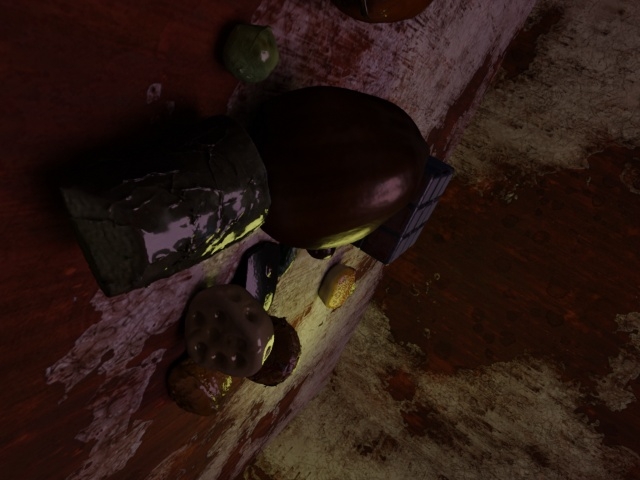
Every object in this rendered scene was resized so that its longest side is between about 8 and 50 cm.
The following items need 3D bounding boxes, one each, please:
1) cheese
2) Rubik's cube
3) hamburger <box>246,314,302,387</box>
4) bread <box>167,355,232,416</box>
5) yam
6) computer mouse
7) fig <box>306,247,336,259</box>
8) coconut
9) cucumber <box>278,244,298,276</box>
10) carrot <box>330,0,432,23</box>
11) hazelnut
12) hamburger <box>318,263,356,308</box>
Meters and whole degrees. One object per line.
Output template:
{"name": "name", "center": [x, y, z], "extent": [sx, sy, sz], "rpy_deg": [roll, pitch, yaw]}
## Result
{"name": "cheese", "center": [-0.224, 0.218, 1.091], "extent": [0.218, 0.235, 0.117], "rpy_deg": [-21, -172, 23]}
{"name": "Rubik's cube", "center": [0.191, -0.149, 1.398], "extent": [0.301, 0.305, 0.304], "rpy_deg": [-22, 142, -60]}
{"name": "hamburger", "center": [-0.168, 0.345, 1.410], "extent": [0.231, 0.231, 0.107], "rpy_deg": [-56, 161, -4]}
{"name": "bread", "center": [-0.321, 0.391, 1.240], "extent": [0.143, 0.139, 0.229], "rpy_deg": [-55, 165, -36]}
{"name": "yam", "center": [-0.216, -0.056, 0.655], "extent": [0.271, 0.201, 0.202], "rpy_deg": [-29, 110, -32]}
{"name": "computer mouse", "center": [-0.177, 0.141, 1.260], "extent": [0.168, 0.087, 0.295], "rpy_deg": [-21, 138, -57]}
{"name": "fig", "center": [0.000, 0.000, 1.495], "extent": [0.154, 0.103, 0.109], "rpy_deg": [-89, 156, -62]}
{"name": "coconut", "center": [-0.108, -0.298, 0.717], "extent": [0.096, 0.088, 0.088], "rpy_deg": [-55, 163, 9]}
{"name": "cucumber", "center": [-0.089, 0.019, 1.343], "extent": [0.250, 0.056, 0.056], "rpy_deg": [-65, 161, 15]}
{"name": "carrot", "center": [0.103, -0.476, 0.775], "extent": [0.331, 0.214, 0.193], "rpy_deg": [-28, 144, -51]}
{"name": "hazelnut", "center": [0.019, -0.140, 0.894], "extent": [0.366, 0.366, 0.366], "rpy_deg": [-49, 161, -24]}
{"name": "hamburger", "center": [0.078, 0.200, 1.995], "extent": [0.173, 0.116, 0.210], "rpy_deg": [-26, 144, -54]}
